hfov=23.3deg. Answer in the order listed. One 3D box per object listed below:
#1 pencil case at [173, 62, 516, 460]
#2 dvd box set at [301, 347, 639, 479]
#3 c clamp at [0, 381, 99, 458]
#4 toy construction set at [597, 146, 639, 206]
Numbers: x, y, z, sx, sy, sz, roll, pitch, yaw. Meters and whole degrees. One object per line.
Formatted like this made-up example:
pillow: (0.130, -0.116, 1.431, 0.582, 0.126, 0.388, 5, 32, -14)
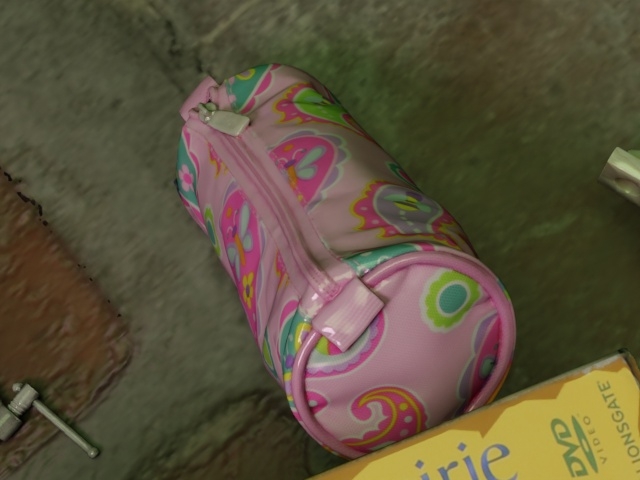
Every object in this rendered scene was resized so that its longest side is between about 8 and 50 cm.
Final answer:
pencil case: (0.000, 0.000, 0.821, 0.124, 0.124, 0.284, -30, 32, -2)
dvd box set: (-0.045, 0.181, 0.744, 0.420, 0.307, 0.062, -22, 74, 0)
c clamp: (-0.237, 0.134, 0.933, 0.160, 0.022, 0.137, -44, 73, -7)
toy construction set: (0.313, -0.109, 0.864, 0.215, 0.151, 0.328, 35, 88, -9)
